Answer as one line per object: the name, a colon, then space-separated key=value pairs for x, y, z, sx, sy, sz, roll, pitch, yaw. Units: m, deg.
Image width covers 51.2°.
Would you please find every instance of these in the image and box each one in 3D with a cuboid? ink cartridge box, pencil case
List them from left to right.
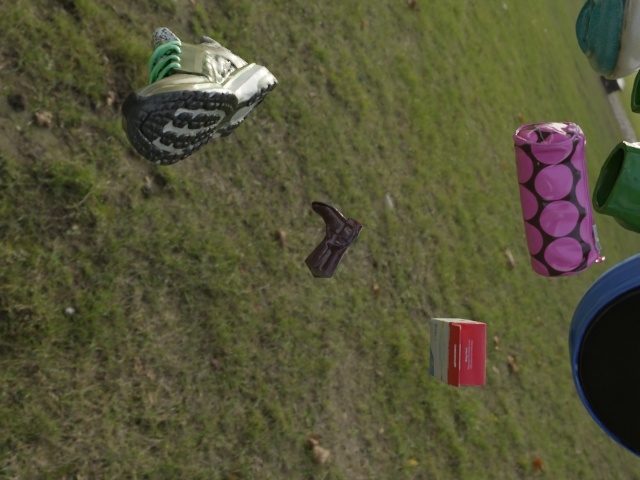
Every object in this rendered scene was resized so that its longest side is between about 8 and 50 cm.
ink cartridge box: x=0.303 y=0.242 z=1.459 sx=0.231 sy=0.078 sz=0.134 roll=147 pitch=-55 yaw=-84
pencil case: x=0.326 y=-0.058 z=0.917 sx=0.095 sy=0.098 sz=0.209 roll=-40 pitch=120 yaw=-45

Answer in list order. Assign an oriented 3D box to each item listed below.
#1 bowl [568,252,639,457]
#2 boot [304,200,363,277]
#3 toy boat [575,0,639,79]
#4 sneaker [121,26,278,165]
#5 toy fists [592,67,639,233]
bowl: x=0.570 y=0.192 z=0.995 sx=0.391 sy=0.391 sz=0.077 roll=61 pitch=38 yaw=-11
boot: x=0.000 y=0.000 z=1.106 sx=0.114 sy=0.106 sz=0.037 roll=-56 pitch=153 yaw=-12
toy boat: x=0.522 y=-0.453 z=1.198 sx=0.267 sy=0.148 sz=0.318 roll=-45 pitch=138 yaw=-68
sneaker: x=-0.218 y=-0.242 z=1.036 sx=0.182 sy=0.158 sz=0.410 roll=44 pitch=21 yaw=-2
toy fists: x=0.495 y=-0.142 z=0.939 sx=0.096 sy=0.142 sz=0.279 roll=-77 pitch=-177 yaw=-77
